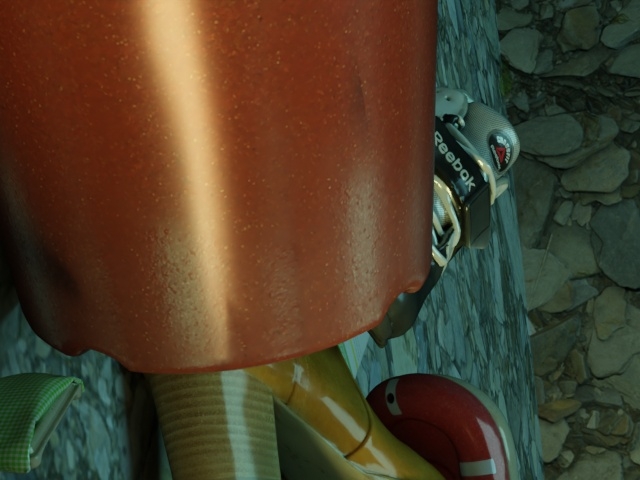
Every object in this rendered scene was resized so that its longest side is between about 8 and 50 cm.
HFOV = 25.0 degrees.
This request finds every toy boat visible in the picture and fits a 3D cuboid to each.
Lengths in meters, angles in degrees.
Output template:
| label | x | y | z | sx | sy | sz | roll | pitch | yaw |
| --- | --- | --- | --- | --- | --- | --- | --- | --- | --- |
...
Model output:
| label | x | y | z | sx | sy | sz | roll | pitch | yaw |
| --- | --- | --- | --- | --- | --- | --- | --- | --- | --- |
| toy boat | 0.084 | 0.233 | 1.267 | 0.151 | 0.151 | 0.231 | 1 | 79 | -46 |

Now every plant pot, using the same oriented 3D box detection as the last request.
| label | x | y | z | sx | sy | sz | roll | pitch | yaw |
| --- | --- | --- | --- | --- | --- | --- | --- | --- | --- |
| plant pot | -0.059 | -0.101 | 0.651 | 0.272 | 0.272 | 0.265 | -69 | 156 | -64 |

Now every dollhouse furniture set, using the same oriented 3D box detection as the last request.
| label | x | y | z | sx | sy | sz | roll | pitch | yaw |
| --- | --- | --- | --- | --- | --- | --- | --- | --- | --- |
| dollhouse furniture set | -0.148 | 0.069 | 0.513 | 0.152 | 0.076 | 0.059 | -68 | 147 | -63 |

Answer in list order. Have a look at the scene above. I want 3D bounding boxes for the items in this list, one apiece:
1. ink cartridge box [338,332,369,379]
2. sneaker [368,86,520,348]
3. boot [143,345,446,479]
| label | x | y | z | sx | sy | sz | roll | pitch | yaw |
| --- | --- | --- | --- | --- | --- | --- | --- | --- | --- |
| ink cartridge box | 0.000 | 0.000 | 1.194 | 0.235 | 0.056 | 0.171 | -65 | 143 | -63 |
| sneaker | 0.065 | -0.043 | 0.992 | 0.122 | 0.146 | 0.330 | 61 | 12 | -19 |
| boot | -0.012 | 0.068 | 0.922 | 0.295 | 0.104 | 0.211 | 23 | 53 | -56 |
